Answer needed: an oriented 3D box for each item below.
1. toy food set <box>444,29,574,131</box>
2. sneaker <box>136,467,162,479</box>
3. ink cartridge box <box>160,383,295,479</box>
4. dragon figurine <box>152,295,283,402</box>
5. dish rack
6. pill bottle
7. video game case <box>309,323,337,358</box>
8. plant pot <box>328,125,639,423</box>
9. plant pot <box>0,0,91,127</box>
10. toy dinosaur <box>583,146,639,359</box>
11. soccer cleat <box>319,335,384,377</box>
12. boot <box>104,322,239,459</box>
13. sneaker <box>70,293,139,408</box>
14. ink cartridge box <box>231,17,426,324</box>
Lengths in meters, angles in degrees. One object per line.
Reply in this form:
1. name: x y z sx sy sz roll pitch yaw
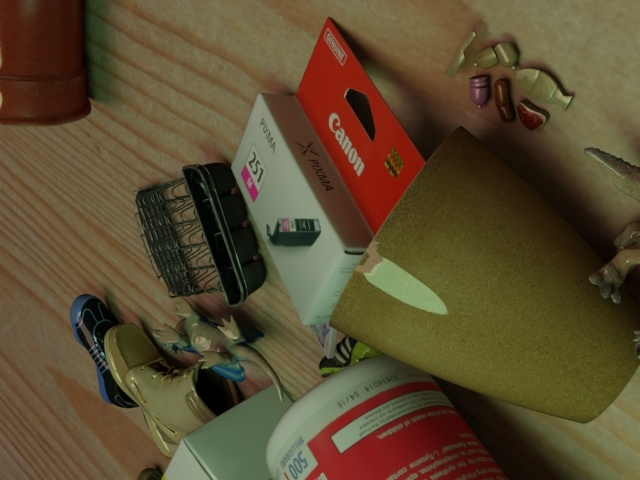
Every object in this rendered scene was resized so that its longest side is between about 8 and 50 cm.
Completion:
1. toy food set: 0.187 -0.154 0.787 0.122 0.019 0.078 42 133 12
2. sneaker: -0.360 0.528 1.579 0.086 0.064 0.192 17 122 32
3. ink cartridge box: -0.114 0.395 1.191 0.197 0.198 0.270 46 133 19
4. dragon figurine: -0.144 0.158 1.173 0.289 0.144 0.085 18 78 25
5. dish rack: -0.203 -0.002 1.187 0.271 0.074 0.208 -9 101 46
6. pill bottle: 0.126 0.343 0.852 0.408 0.229 0.229 53 138 34
7. video game case: -0.003 0.086 1.039 0.122 0.011 0.087 -125 36 -54
8. plant pot: 0.179 0.054 0.765 0.254 0.237 0.237 33 130 10
9. plant pot: -0.471 -0.341 1.173 0.272 0.272 0.265 29 118 32
10. toy dinosaur: 0.351 0.018 0.643 0.200 0.127 0.296 -41 61 35
11. soccer cleat: 0.049 0.145 1.029 0.060 0.072 0.179 22 154 -13
12. boot: -0.250 0.226 1.319 0.203 0.095 0.262 -38 78 44
13. sneaker: -0.385 0.206 1.455 0.090 0.081 0.232 1 115 41
14. ink cartridge box: -0.006 -0.082 0.903 0.275 0.060 0.239 63 142 36
